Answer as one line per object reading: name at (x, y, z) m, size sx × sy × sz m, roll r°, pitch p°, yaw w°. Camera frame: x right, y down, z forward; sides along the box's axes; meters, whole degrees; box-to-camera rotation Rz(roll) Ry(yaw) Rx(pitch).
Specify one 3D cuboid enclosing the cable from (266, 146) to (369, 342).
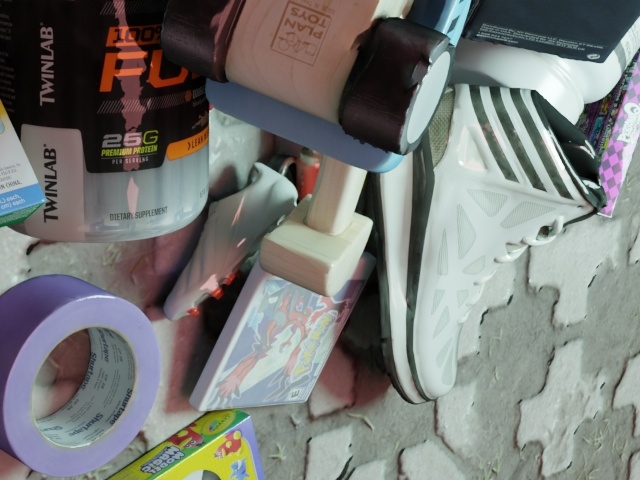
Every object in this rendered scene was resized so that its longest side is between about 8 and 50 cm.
cable at (0.000, 0.000, 1.764) m, size 0.139 × 0.072 × 0.287 m, roll -17°, pitch 117°, yaw -42°

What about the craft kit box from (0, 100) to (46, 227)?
craft kit box at (-0.381, -0.101, 1.258) m, size 0.250 × 0.061 × 0.246 m, roll -19°, pitch 84°, yaw -38°

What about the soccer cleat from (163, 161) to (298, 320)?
soccer cleat at (-0.106, 0.003, 1.675) m, size 0.196 × 0.076 × 0.068 m, roll -46°, pitch 175°, yaw -4°

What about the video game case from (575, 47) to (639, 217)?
video game case at (0.357, -0.148, 1.988) m, size 0.042 × 0.210 × 0.232 m, roll 19°, pitch 91°, yaw -9°

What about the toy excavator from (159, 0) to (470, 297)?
toy excavator at (0.028, -0.150, 1.425) m, size 0.433 × 0.222 × 0.445 m, roll -69°, pitch 167°, yaw 5°

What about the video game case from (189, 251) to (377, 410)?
video game case at (-0.039, 0.100, 1.742) m, size 0.183 × 0.023 × 0.201 m, roll 2°, pitch 121°, yaw -50°

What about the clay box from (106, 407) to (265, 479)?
clay box at (-0.161, 0.290, 1.726) m, size 0.222 × 0.053 × 0.127 m, roll -33°, pitch 126°, yaw -34°

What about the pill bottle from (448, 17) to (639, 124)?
pill bottle at (0.299, -0.293, 1.859) m, size 0.361 × 0.204 × 0.204 m, roll -55°, pitch 135°, yaw -15°

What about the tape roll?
tape roll at (-0.255, 0.133, 1.553) m, size 0.189 × 0.080 × 0.189 m, roll -20°, pitch 119°, yaw -40°

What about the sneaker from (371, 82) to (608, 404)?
sneaker at (0.196, 0.018, 1.782) m, size 0.169 × 0.258 × 0.447 m, roll -81°, pitch 169°, yaw -50°

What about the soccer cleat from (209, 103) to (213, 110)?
soccer cleat at (-0.035, -0.192, 1.667) m, size 0.248 × 0.083 × 0.095 m, roll -14°, pitch 144°, yaw -47°

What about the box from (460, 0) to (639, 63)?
box at (0.272, -0.379, 1.621) m, size 0.294 × 0.183 × 0.296 m, roll 110°, pitch -9°, yaw -76°

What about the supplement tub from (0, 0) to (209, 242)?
supplement tub at (-0.201, -0.183, 1.395) m, size 0.207 × 0.207 × 0.338 m, roll -17°, pitch 116°, yaw -41°
